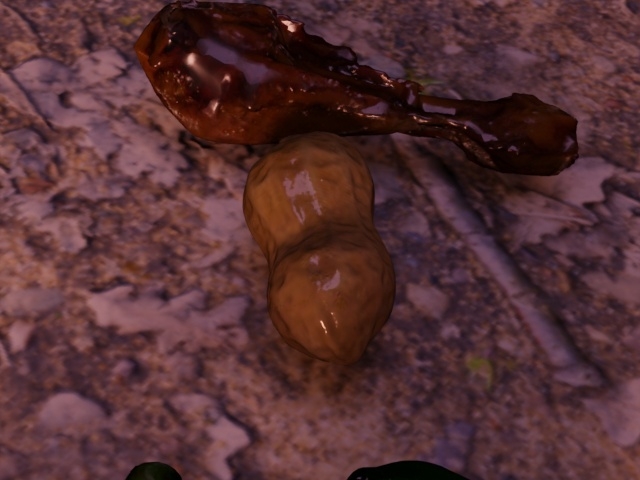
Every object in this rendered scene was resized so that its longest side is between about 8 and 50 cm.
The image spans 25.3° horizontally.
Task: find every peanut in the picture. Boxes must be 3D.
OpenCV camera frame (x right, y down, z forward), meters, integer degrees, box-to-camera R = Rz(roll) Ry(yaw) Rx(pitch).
[{"bbox_3d":[-0.002,-0.001,0.847,0.089,0.089,0.193,-4,41,-12],"label":"peanut"}]

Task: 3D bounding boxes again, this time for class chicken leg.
[{"bbox_3d":[0.023,-0.091,0.955,0.304,0.093,0.113,15,24,1],"label":"chicken leg"}]

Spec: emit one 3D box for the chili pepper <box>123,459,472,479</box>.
[{"bbox_3d":[0.018,0.177,0.606,0.261,0.174,0.165,17,68,9],"label":"chili pepper"}]
